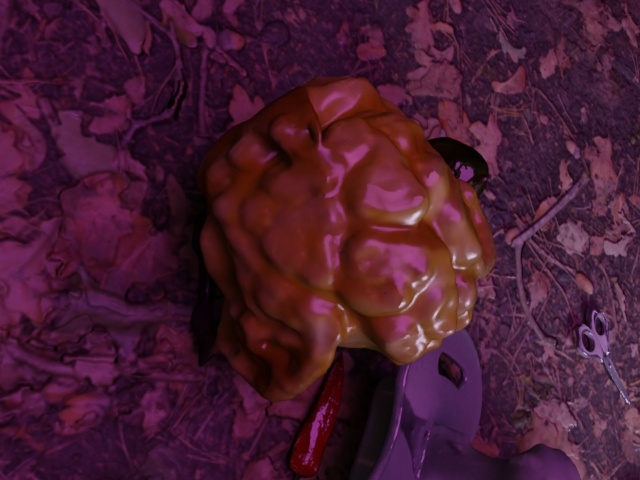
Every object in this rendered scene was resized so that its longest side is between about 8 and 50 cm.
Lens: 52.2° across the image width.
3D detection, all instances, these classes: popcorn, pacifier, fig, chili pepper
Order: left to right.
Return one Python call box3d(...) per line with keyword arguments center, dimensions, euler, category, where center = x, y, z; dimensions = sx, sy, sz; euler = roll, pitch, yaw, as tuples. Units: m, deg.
box3d(center=(0.000, 0.000, 0.720), dimensions=(0.381, 0.349, 0.349), euler=(-36, 104, 9), category="popcorn")
box3d(center=(0.003, 0.225, 0.826), dimensions=(0.045, 0.027, 0.178), euler=(33, 65, -22), category="chili pepper")
box3d(center=(0.158, -0.057, 0.925), dimensions=(0.117, 0.117, 0.178), euler=(29, 84, -24), category="fig")
box3d(center=(0.181, 0.279, 0.795), dimensions=(0.288, 0.269, 0.344), euler=(39, 65, -48), category="pacifier")

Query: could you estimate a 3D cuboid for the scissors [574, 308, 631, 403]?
box3d(center=(0.499, 0.211, 1.135), dimensions=(0.100, 0.015, 0.189), euler=(-40, 104, -32), category="scissors")
